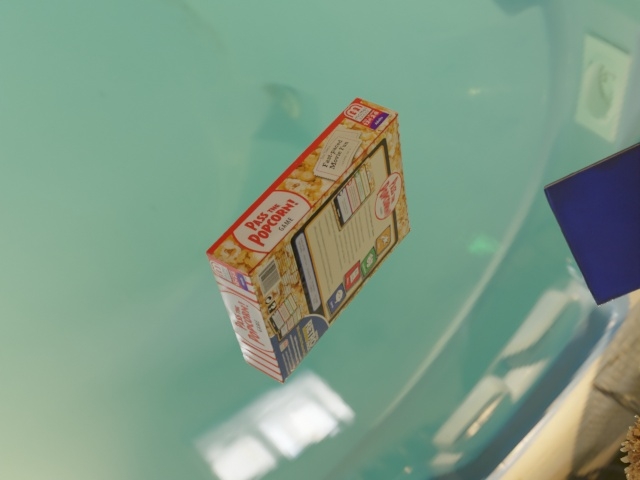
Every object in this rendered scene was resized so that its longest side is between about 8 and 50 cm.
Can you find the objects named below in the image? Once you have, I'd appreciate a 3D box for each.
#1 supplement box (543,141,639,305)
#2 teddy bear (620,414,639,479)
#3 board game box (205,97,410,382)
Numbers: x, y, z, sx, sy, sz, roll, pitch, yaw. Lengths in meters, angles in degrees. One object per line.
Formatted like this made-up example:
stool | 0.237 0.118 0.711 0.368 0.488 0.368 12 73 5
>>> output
supplement box | 0.493 -0.038 1.510 0.195 0.194 0.356 -25 175 17
teddy bear | 0.465 0.235 0.923 0.113 0.338 0.245 68 32 -64
board game box | 0.000 0.000 0.782 0.193 0.045 0.146 -48 147 -28
